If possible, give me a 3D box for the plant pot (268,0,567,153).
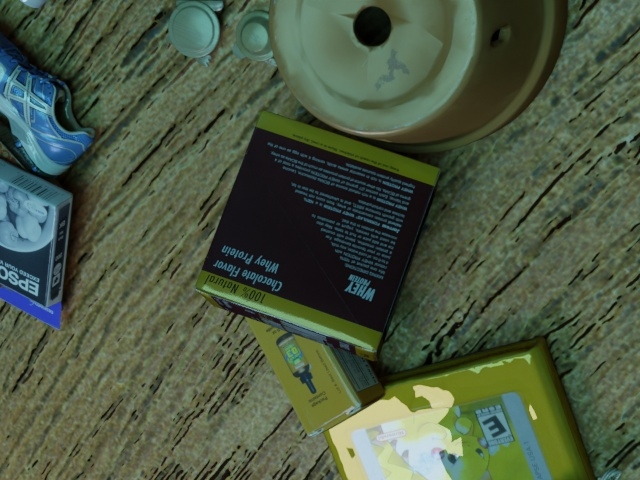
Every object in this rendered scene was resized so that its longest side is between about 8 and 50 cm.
[{"bbox_3d":[0.079,-0.216,1.047,0.290,0.203,0.291,5,106,19],"label":"plant pot"}]

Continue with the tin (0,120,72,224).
[{"bbox_3d":[-0.383,-0.072,1.344,0.190,0.040,0.106,48,131,1],"label":"tin"}]

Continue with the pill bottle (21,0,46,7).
[{"bbox_3d":[-0.302,-0.320,1.235,0.116,0.065,0.065,-40,89,25],"label":"pill bottle"}]

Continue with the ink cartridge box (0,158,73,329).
[{"bbox_3d":[-0.403,-0.004,1.340,0.206,0.045,0.208,25,124,17],"label":"ink cartridge box"}]

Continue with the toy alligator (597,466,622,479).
[{"bbox_3d":[0.251,0.293,1.164,0.190,0.056,0.051,-59,42,25],"label":"toy alligator"}]

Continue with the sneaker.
[{"bbox_3d":[-0.346,-0.181,1.292,0.081,0.080,0.211,-28,104,19],"label":"sneaker"}]

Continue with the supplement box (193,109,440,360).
[{"bbox_3d":[0.000,0.000,1.119,0.191,0.129,0.194,19,81,6],"label":"supplement box"}]

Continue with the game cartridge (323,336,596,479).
[{"bbox_3d":[0.172,0.294,1.243,0.285,0.052,0.324,-18,97,24],"label":"game cartridge"}]

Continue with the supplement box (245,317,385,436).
[{"bbox_3d":[-0.023,0.096,1.217,0.078,0.080,0.233,-34,76,24],"label":"supplement box"}]

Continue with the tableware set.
[{"bbox_3d":[-0.097,-0.270,1.198,0.141,0.020,0.169,16,109,14],"label":"tableware set"}]
